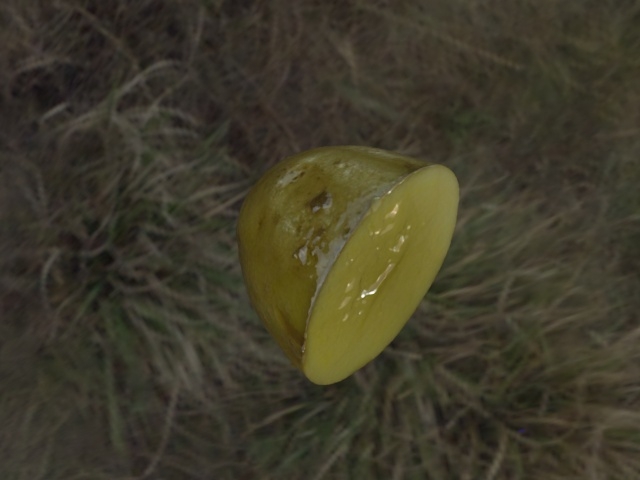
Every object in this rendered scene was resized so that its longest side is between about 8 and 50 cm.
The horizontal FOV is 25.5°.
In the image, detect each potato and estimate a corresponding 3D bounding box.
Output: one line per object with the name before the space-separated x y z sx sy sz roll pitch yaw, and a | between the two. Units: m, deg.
potato | 0.000 0.000 1.189 0.178 0.158 0.204 -1 115 -55
